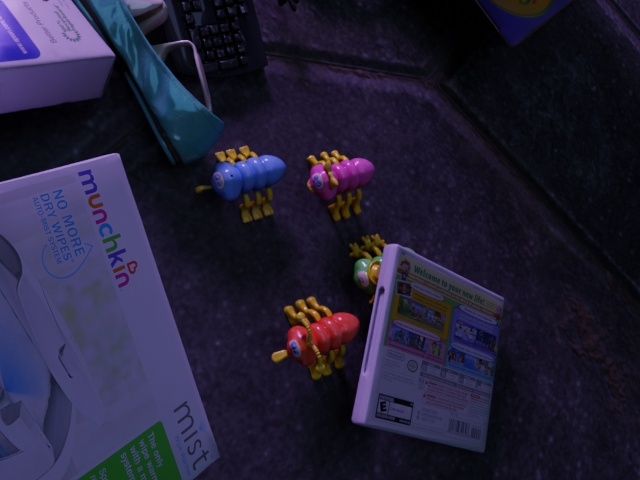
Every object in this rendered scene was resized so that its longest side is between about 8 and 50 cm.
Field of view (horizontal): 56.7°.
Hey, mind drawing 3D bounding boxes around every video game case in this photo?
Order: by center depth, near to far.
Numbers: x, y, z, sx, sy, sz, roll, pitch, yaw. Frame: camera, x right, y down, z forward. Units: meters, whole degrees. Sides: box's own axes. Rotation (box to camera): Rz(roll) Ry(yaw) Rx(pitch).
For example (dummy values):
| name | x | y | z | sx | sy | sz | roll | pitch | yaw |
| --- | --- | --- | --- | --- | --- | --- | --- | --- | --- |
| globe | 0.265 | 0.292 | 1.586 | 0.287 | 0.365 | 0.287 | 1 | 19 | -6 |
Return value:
| name | x | y | z | sx | sy | sz | roll | pitch | yaw |
| --- | --- | --- | --- | --- | --- | --- | --- | --- | --- |
| video game case | 0.133 | 0.129 | 0.678 | 0.212 | 0.023 | 0.193 | 25 | 70 | -36 |

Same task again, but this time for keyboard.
| name | x | y | z | sx | sy | sz | roll | pitch | yaw |
| --- | --- | --- | --- | --- | --- | --- | --- | --- | --- |
| keyboard | -0.113 | -0.351 | 0.664 | 0.201 | 0.033 | 0.317 | -25 | 110 | -35 |

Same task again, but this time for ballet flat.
| name | x | y | z | sx | sy | sz | roll | pitch | yaw |
| --- | --- | --- | --- | --- | --- | --- | --- | --- | --- |
| ballet flat | -0.180 | -0.198 | 0.613 | 0.087 | 0.083 | 0.247 | -33 | 98 | -9 |

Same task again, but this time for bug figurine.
| name | x | y | z | sx | sy | sz | roll | pitch | yaw |
| --- | --- | --- | --- | --- | --- | --- | --- | --- | --- |
| bug figurine | 0.000 | 0.000 | 0.658 | 0.216 | 0.072 | 0.279 | -24 | 86 | -31 |

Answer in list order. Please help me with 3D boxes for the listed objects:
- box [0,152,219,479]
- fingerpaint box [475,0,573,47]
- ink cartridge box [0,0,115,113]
| name | x | y | z | sx | sy | sz | roll | pitch | yaw |
| --- | --- | --- | --- | --- | --- | --- | --- | --- | --- |
| box | -0.223 | 0.097 | 0.410 | 0.231 | 0.127 | 0.262 | -28 | 107 | -50 |
| fingerpaint box | 0.245 | -0.541 | 0.843 | 0.445 | 0.163 | 0.371 | 50 | 43 | -5 |
| ink cartridge box | -0.364 | -0.162 | 0.445 | 0.175 | 0.069 | 0.371 | 51 | 41 | 11 |
